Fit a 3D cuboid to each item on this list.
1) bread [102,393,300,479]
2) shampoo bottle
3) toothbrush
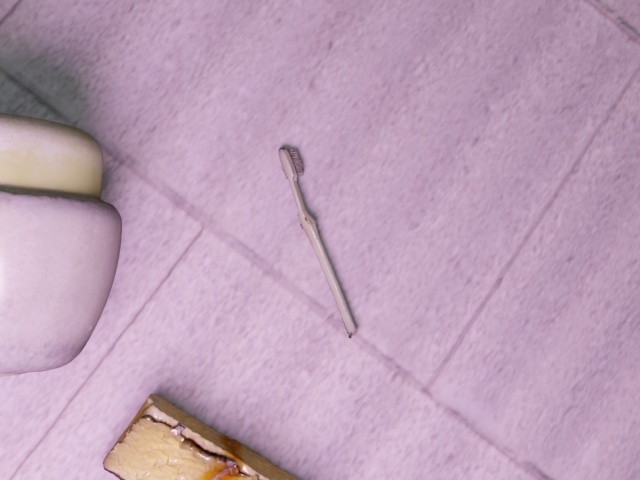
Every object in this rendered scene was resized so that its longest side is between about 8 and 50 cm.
[{"bbox_3d":[-0.142,0.308,1.348,0.266,0.142,0.178,36,117,-7],"label":"bread"},{"bbox_3d":[-0.405,0.008,1.224,0.323,0.322,0.317,5,86,-12],"label":"shampoo bottle"},{"bbox_3d":[-0.005,0.002,1.468,0.028,0.026,0.294,-15,85,-29],"label":"toothbrush"}]
